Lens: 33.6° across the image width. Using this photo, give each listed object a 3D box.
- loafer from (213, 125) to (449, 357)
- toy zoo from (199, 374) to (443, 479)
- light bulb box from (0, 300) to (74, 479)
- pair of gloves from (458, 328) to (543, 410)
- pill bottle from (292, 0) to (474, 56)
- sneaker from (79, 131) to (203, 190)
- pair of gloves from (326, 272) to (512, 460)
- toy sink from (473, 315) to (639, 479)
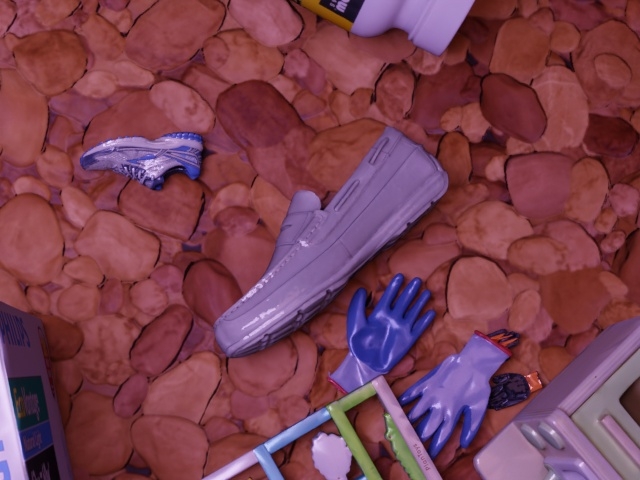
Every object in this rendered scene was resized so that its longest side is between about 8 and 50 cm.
[{"bbox_3d":[0.000,0.000,1.140,0.319,0.112,0.111,-41,82,-21],"label":"loafer"},{"bbox_3d":[-0.015,0.295,1.104,0.293,0.030,0.192,-30,86,-8],"label":"toy zoo"},{"bbox_3d":[-0.412,0.204,0.905,0.361,0.358,0.225,-13,85,-10],"label":"light bulb box"},{"bbox_3d":[0.202,0.145,1.185,0.074,0.010,0.083,-25,84,-7],"label":"pair of gloves"},{"bbox_3d":[0.020,-0.343,1.165,0.333,0.188,0.188,28,76,-2],"label":"pill bottle"},{"bbox_3d":[-0.192,-0.083,1.153,0.135,0.052,0.058,-7,84,-9],"label":"sneaker"},{"bbox_3d":[0.104,0.135,1.166,0.198,0.023,0.159,36,79,5],"label":"pair of gloves"},{"bbox_3d":[0.304,0.213,1.125,0.234,0.131,0.153,-40,86,-13],"label":"toy sink"}]
